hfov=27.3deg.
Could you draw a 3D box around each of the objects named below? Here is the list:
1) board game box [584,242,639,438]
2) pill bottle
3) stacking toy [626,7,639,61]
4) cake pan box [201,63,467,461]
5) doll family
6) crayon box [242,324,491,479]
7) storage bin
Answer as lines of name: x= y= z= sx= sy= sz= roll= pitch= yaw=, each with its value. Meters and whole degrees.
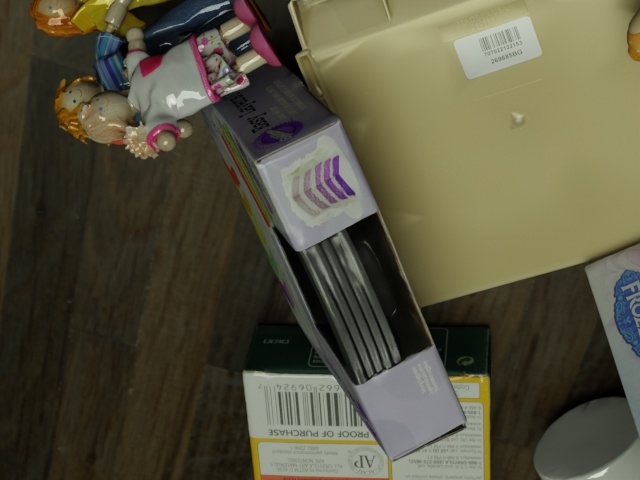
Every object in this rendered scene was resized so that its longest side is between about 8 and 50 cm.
board game box: x=0.307 y=0.206 z=0.927 sx=0.066 sy=0.318 sz=0.318 roll=-25 pitch=137 yaw=18
pill bottle: x=0.277 y=0.250 z=1.117 sx=0.131 sy=0.131 sz=0.229 roll=-25 pitch=112 yaw=20
stacking toy: x=0.300 y=-0.212 z=0.779 sx=0.302 sy=0.175 sz=0.166 roll=-40 pitch=97 yaw=14
cake pan box: x=0.000 y=0.000 z=0.949 sx=0.070 sy=0.267 sz=0.245 roll=-28 pitch=116 yaw=-5
doll family: x=-0.128 y=-0.152 z=0.935 sx=0.163 sy=0.263 sz=0.118 roll=-28 pitch=154 yaw=7
crayon box: x=0.049 y=0.230 z=1.166 sx=0.203 sy=0.083 sz=0.322 roll=0 pitch=117 yaw=8
storage bin: x=0.141 y=-0.108 z=0.949 sx=0.262 sy=0.123 sz=0.260 roll=-16 pitch=114 yaw=16
